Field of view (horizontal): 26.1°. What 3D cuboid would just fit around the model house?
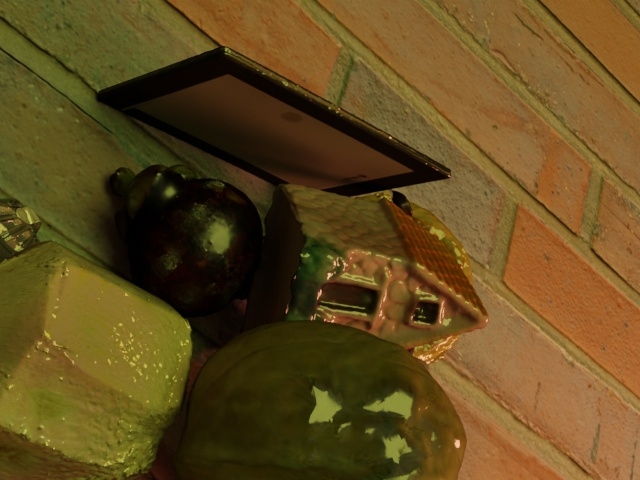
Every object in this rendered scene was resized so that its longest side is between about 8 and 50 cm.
[{"bbox_3d":[0.048,0.085,1.556,0.237,0.202,0.237,10,107,-15],"label":"model house"}]

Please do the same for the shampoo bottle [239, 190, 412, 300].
[{"bbox_3d":[0.000,0.000,1.673,0.236,0.067,0.068,-22,49,-11],"label":"shampoo bottle"}]

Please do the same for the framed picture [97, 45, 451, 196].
[{"bbox_3d":[-0.054,-0.124,1.617,0.347,0.265,0.016,25,69,-34],"label":"framed picture"}]

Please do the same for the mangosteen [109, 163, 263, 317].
[{"bbox_3d":[-0.152,-0.003,1.544,0.184,0.172,0.172,42,48,-22],"label":"mangosteen"}]

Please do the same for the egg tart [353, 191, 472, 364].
[{"bbox_3d":[0.082,0.059,1.763,0.241,0.106,0.241,8,64,-18],"label":"egg tart"}]

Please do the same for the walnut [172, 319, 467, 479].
[{"bbox_3d":[-0.005,0.227,1.337,0.276,0.282,0.253,6,23,-6],"label":"walnut"}]

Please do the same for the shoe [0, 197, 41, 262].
[{"bbox_3d":[-0.331,0.008,1.424,0.180,0.089,0.092,32,40,-33],"label":"shoe"}]

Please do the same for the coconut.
[{"bbox_3d":[-0.266,0.125,1.324,0.245,0.233,0.233,26,56,-35],"label":"coconut"}]
